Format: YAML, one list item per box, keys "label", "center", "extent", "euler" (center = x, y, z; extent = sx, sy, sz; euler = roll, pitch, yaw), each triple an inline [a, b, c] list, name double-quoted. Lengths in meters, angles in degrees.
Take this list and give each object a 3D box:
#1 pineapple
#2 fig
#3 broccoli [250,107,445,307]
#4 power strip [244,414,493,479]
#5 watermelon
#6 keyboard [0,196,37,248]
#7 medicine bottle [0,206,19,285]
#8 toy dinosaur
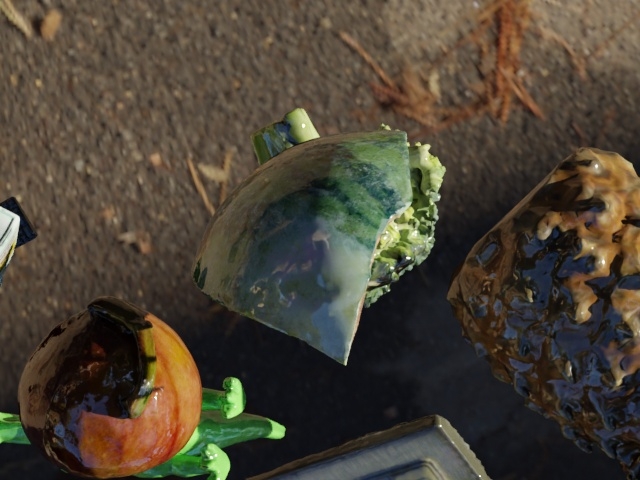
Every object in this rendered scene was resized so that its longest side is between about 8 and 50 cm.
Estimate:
- label: "pineapple"
  center: [0.211, 0.095, 0.799]
  extent: [0.141, 0.170, 0.310]
  euler: [-43, 84, 1]
- label: "fig"
  center: [-0.215, 0.149, 1.517]
  extent: [0.205, 0.205, 0.205]
  euler: [-9, 129, -12]
- label: "broccoli"
  center: [0.014, -0.040, 1.693]
  extent: [0.263, 0.247, 0.243]
  euler: [-27, 102, 12]
- label: "power strip"
  center: [0.078, 0.290, 1.661]
  extent: [0.251, 0.092, 0.257]
  euler: [-17, 132, 24]
- label: "watermelon"
  center: [0.000, 0.000, 1.409]
  extent: [0.256, 0.260, 0.176]
  euler: [-34, 98, 4]
- label: "keyboard"
  center: [-0.463, 0.013, 1.887]
  extent: [0.204, 0.013, 0.061]
  euler: [-27, 99, 17]
- label: "medicine bottle"
  center: [-0.392, 0.017, 1.699]
  extent: [0.055, 0.074, 0.118]
  euler: [26, 145, -1]
- label: "toy dinosaur"
  center: [-0.265, 0.269, 1.960]
  extent: [0.374, 0.144, 0.500]
  euler: [-2, 168, 8]
